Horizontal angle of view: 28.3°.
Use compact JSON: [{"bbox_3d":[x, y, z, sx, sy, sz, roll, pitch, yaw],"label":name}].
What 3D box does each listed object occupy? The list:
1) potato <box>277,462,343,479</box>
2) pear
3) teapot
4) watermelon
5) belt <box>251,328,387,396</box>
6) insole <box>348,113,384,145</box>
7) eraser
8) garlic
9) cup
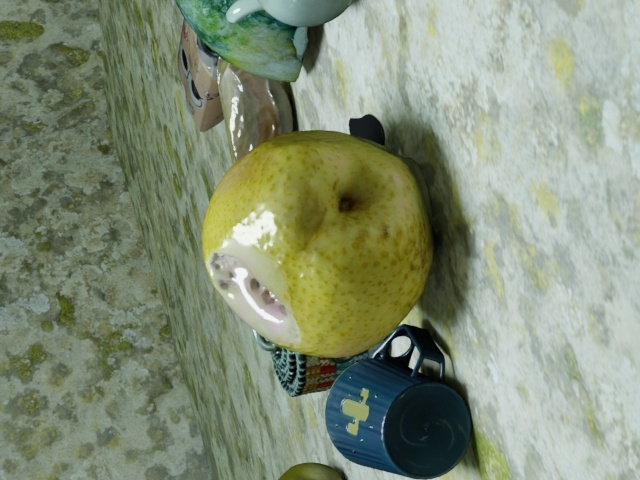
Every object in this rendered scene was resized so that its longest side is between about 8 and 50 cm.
[{"bbox_3d":[-0.016,0.488,1.968,0.351,0.202,0.218,-100,-6,-58],"label":"potato"},{"bbox_3d":[0.000,0.000,1.383,0.271,0.271,0.271,168,90,-76],"label":"pear"},{"bbox_3d":[-0.032,-0.342,1.460,0.294,0.129,0.193,115,139,-67],"label":"teapot"},{"bbox_3d":[-0.085,-0.356,1.664,0.224,0.180,0.305,26,141,12],"label":"watermelon"},{"bbox_3d":[-0.023,0.058,1.688,0.207,0.160,0.295,177,81,-76],"label":"belt"},{"bbox_3d":[0.055,-0.132,1.551,0.135,0.002,0.045,-162,62,-73],"label":"insole"},{"bbox_3d":[-0.192,-0.319,2.183,0.290,0.087,0.171,123,132,-71],"label":"eraser"},{"bbox_3d":[-0.092,-0.187,1.873,0.087,0.101,0.196,-133,34,-71],"label":"garlic"},{"bbox_3d":[0.096,0.186,1.450,0.155,0.131,0.177,-173,97,-70],"label":"cup"}]
